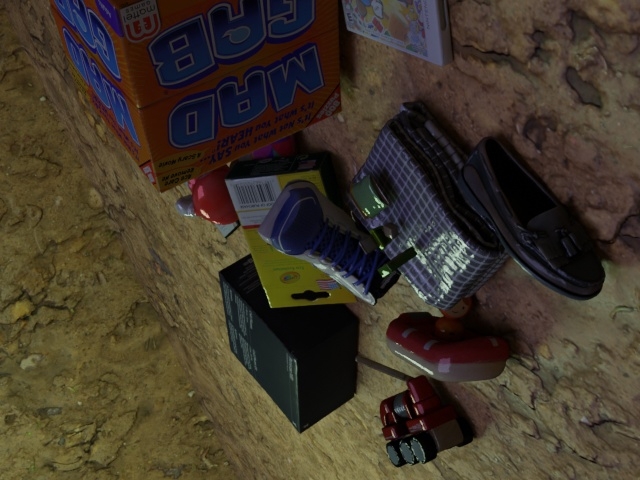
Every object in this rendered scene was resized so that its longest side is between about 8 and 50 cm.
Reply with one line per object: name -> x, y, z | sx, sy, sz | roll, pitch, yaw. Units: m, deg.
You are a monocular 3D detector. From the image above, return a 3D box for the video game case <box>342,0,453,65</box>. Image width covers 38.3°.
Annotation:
video game case -> 0.097, -0.373, 1.322 | 0.227, 0.026, 0.206 | 35, 147, 45

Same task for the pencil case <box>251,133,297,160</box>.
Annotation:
pencil case -> -0.092, -0.189, 1.850 | 0.104, 0.104, 0.236 | 39, 152, 40

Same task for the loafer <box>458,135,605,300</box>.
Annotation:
loafer -> 0.289, -0.034, 1.261 | 0.267, 0.096, 0.084 | 50, 150, 27

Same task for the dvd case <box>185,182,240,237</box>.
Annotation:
dvd case -> -0.298, -0.127, 2.400 | 0.253, 0.022, 0.180 | 54, 160, -1

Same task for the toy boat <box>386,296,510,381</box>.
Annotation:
toy boat -> 0.225, 0.151, 1.592 | 0.231, 0.151, 0.151 | 25, 110, 54

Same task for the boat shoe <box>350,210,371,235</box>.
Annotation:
boat shoe -> 0.096, 0.000, 1.734 | 0.063, 0.059, 0.170 | 22, 137, 56

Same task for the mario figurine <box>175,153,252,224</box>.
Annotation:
mario figurine -> -0.224, -0.136, 1.979 | 0.320, 0.170, 0.198 | -80, 1, -85

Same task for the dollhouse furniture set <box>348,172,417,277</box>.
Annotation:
dollhouse furniture set -> 0.082, -0.022, 1.432 | 0.152, 0.058, 0.076 | 57, 154, 2

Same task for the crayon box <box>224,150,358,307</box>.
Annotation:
crayon box -> -0.047, -0.015, 1.848 | 0.202, 0.081, 0.318 | -4, 122, 19

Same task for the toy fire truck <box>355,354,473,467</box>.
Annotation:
toy fire truck -> 0.170, 0.336, 1.908 | 0.246, 0.158, 0.217 | 68, 159, 9

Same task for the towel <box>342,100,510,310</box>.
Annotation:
towel -> 0.168, -0.048, 1.449 | 0.284, 0.121, 0.235 | 53, 156, 15

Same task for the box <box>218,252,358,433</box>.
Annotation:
box -> -0.075, 0.232, 2.216 | 0.312, 0.179, 0.343 | 46, 154, 31

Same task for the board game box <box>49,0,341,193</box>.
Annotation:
board game box -> -0.213, -0.370, 1.502 | 0.356, 0.356, 0.356 | 48, 155, 36

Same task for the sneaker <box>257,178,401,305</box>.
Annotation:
sneaker -> 0.044, 0.011, 1.564 | 0.182, 0.127, 0.315 | 30, 178, 29
